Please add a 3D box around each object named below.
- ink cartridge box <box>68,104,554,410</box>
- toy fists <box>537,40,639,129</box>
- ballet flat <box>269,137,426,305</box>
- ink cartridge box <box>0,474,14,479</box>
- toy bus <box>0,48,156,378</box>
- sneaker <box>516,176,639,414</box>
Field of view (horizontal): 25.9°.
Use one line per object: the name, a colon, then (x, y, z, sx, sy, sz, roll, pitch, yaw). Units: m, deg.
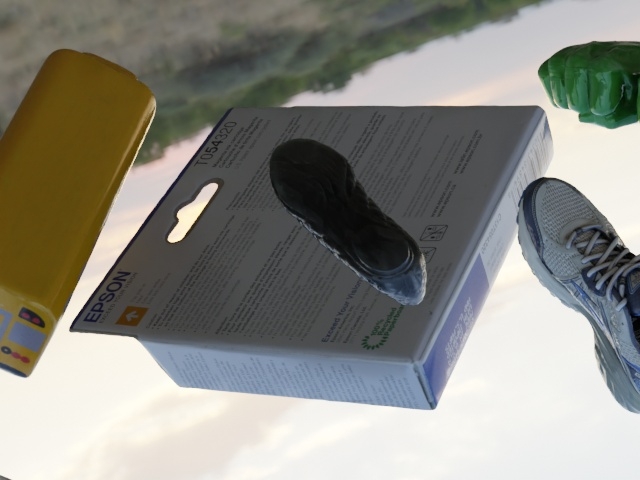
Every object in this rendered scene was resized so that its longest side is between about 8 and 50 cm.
ink cartridge box: (0.000, 0.000, 1.207, 0.330, 0.071, 0.324, 2, -138, 30)
toy fists: (0.371, -0.165, 1.552, 0.142, 0.096, 0.279, -7, -159, -42)
ballet flat: (0.014, -0.014, 0.959, 0.057, 0.049, 0.173, -31, -132, -9)
ink cartridge box: (-0.184, 0.309, 0.996, 0.117, 0.283, 0.207, 115, -3, -49)
toy bus: (-0.225, -0.044, 1.158, 0.130, 0.108, 0.333, -56, -167, 45)
sneaker: (0.151, 0.021, 0.700, 0.052, 0.135, 0.058, -32, 174, -20)
